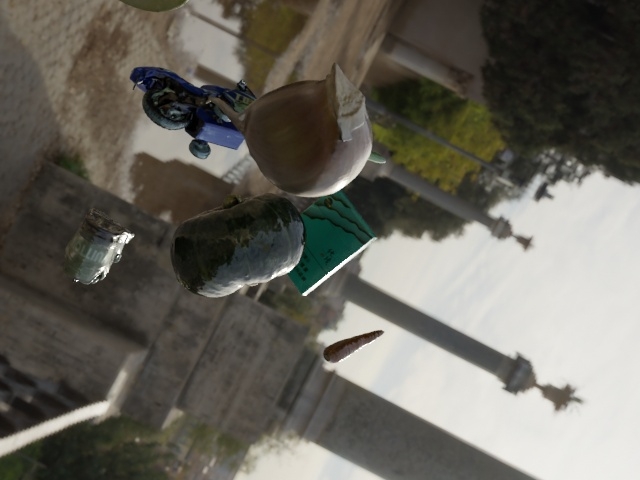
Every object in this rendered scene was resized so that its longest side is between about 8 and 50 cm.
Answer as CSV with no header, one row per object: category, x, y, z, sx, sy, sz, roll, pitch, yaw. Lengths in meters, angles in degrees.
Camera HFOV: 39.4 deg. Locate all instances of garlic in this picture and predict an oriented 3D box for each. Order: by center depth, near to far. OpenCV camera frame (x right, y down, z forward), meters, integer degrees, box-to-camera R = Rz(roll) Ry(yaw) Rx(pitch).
garlic,-0.039,-0.128,1.155,0.128,0.267,0.148,-3,90,-52

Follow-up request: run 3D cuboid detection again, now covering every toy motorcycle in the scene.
toy motorcycle,-0.202,-0.246,1.668,0.113,0.315,0.169,-49,-135,35

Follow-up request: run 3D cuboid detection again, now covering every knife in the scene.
knife,-0.012,-0.191,1.598,0.020,0.293,0.043,-69,-159,5

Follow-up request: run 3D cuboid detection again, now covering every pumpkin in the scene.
pumpkin,-0.182,0.003,1.939,0.300,0.207,0.300,-18,-171,3

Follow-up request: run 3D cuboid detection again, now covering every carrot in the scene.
carrot,0.086,0.254,2.193,0.216,0.048,0.048,-18,145,-44

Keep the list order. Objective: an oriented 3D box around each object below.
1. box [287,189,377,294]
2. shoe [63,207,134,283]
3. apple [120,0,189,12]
box,0.000,0.000,2.130,0.226,0.161,0.042,-39,167,14
shoe,-0.482,0.021,1.891,0.149,0.109,0.293,-60,-174,-1
apple,-0.263,-0.527,1.429,0.233,0.258,0.295,-45,179,-19
